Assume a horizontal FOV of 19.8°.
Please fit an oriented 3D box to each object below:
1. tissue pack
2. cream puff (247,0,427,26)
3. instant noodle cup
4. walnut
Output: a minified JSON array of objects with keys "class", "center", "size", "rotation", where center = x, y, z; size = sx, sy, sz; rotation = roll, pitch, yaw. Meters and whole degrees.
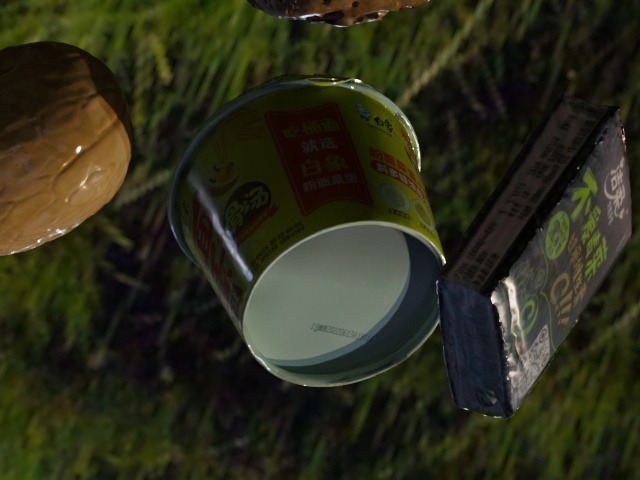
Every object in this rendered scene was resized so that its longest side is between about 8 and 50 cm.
[{"class":"tissue pack","center":[0.184,0.013,1.551],"size":[0.073,0.235,0.173],"rotation":[19,146,28]},{"class":"cream puff","center":[0.008,-0.243,1.135],"size":[0.183,0.183,0.169],"rotation":[13,136,28]},{"class":"instant noodle cup","center":[0.000,0.000,2.009],"size":[0.311,0.311,0.221],"rotation":[36,-161,-38]},{"class":"walnut","center":[-0.245,-0.072,1.485],"size":[0.165,0.197,0.165],"rotation":[49,156,31]}]
